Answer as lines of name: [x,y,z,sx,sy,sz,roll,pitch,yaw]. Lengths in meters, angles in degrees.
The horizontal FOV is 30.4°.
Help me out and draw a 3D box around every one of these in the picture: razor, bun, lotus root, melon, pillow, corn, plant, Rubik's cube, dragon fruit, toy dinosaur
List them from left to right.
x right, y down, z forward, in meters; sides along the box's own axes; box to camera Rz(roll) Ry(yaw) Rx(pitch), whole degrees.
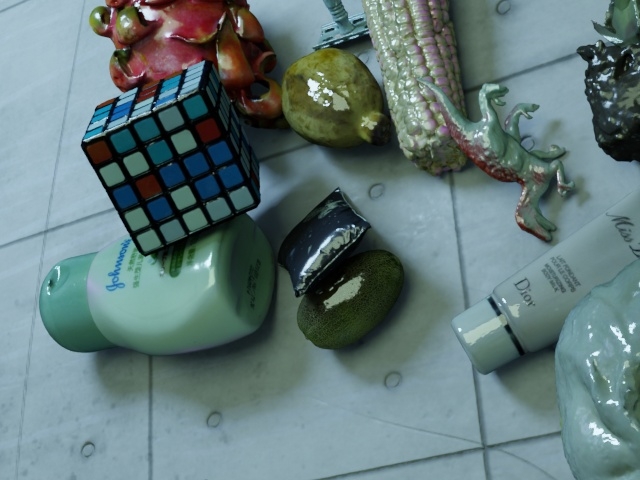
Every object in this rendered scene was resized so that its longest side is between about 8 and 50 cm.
Rubik's cube: [-0.197,-0.117,1.604,0.182,0.184,0.187,-23,20,6]
dragon fruit: [-0.187,-0.280,1.756,0.307,0.243,0.227,18,41,39]
razor: [-0.002,-0.392,1.704,0.106,0.232,0.068,-14,33,25]
pillow: [0.000,0.000,1.578,0.141,0.055,0.208,-49,16,3]
lotus root: [0.025,-0.193,1.645,0.138,0.138,0.214,-55,42,-1]
melon: [0.041,0.076,1.547,0.162,0.099,0.099,-41,54,5]
corn: [0.132,-0.248,1.626,0.127,0.127,0.335,-17,65,24]
toy dinosaur: [0.216,-0.122,1.506,0.242,0.053,0.167,26,79,1]
plant: [0.389,-0.202,1.437,0.142,0.131,0.203,-16,61,28]
bun: [0.408,0.161,1.219,0.362,0.211,0.361,-11,66,26]

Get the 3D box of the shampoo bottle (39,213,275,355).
shampoo bottle: [-0.246,0.071,1.685,0.350,0.151,0.221,-12,50,27]

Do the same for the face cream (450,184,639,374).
face cream: [0.308,0.053,1.416,0.314,0.089,0.143,-30,57,4]
